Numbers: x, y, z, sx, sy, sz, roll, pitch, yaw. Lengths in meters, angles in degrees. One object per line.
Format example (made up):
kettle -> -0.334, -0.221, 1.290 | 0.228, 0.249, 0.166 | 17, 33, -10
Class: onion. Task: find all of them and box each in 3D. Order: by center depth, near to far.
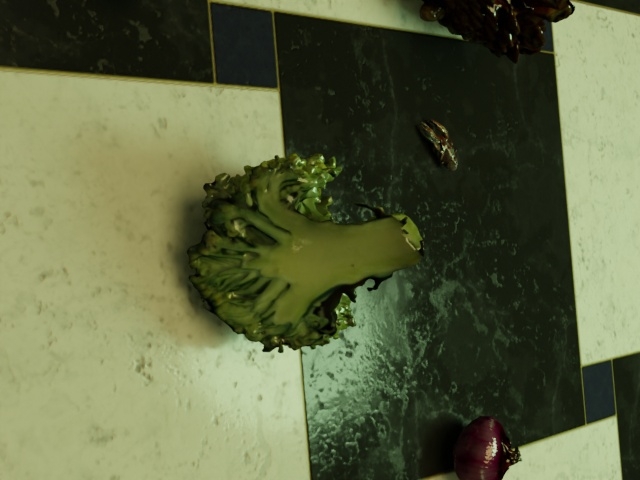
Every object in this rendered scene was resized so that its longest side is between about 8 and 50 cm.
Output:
onion -> 0.245, 0.315, 1.430 | 0.115, 0.104, 0.115 | 16, 72, -63

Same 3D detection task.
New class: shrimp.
shrimp -> 0.181, -0.148, 1.462 | 0.092, 0.029, 0.038 | 53, 55, -22

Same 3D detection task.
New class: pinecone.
pinecone -> 0.264, -0.412, 1.418 | 0.298, 0.242, 0.296 | 50, 57, -22

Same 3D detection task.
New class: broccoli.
broccoli -> -0.008, -0.002, 1.146 | 0.180, 0.273, 0.243 | -65, 136, -69
